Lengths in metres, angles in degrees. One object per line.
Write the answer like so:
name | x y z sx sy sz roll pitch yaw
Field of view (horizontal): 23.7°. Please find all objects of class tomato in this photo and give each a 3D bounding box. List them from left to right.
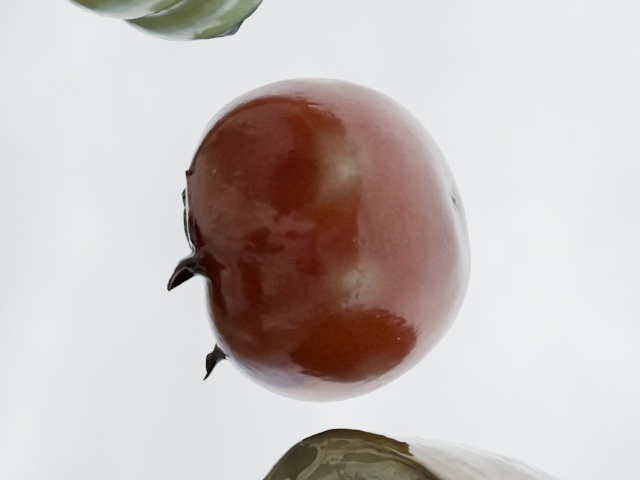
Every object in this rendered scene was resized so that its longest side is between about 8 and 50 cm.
tomato | 0.000 0.000 1.190 0.256 0.224 0.256 -15 90 -78

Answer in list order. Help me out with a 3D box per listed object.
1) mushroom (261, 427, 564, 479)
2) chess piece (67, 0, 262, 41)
mushroom | 0.151 0.252 1.139 0.224 0.313 0.397 -41 -86 27
chess piece | -0.175 -0.229 0.841 0.182 0.330 0.182 -7 -101 41
